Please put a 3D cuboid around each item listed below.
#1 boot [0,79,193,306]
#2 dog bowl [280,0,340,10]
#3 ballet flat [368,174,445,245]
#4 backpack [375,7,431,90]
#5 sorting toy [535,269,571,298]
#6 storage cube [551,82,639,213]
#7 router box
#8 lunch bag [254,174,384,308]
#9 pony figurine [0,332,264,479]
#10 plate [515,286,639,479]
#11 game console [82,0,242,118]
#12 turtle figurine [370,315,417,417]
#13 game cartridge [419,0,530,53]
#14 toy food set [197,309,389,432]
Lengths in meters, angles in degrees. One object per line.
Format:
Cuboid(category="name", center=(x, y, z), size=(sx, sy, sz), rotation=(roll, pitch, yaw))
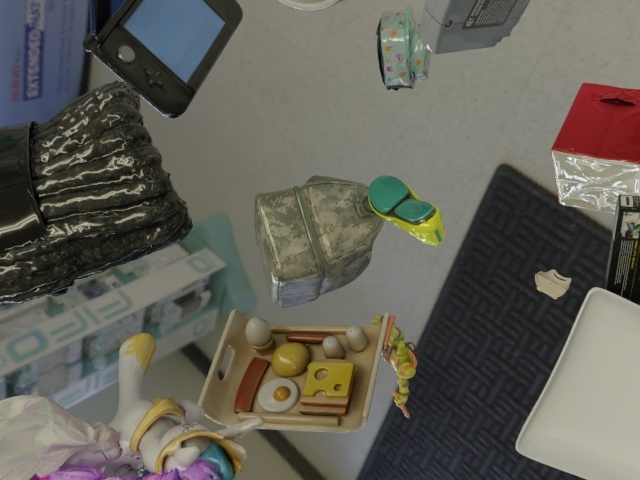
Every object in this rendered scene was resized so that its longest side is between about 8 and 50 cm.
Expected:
Cuboid(category="boot", center=(-0.259, -0.059, 0.584), size=(0.348, 0.260, 0.131), rotation=(52, 170, 38))
Cuboid(category="dog bowl", center=(-0.035, -0.668, 1.706), size=(0.349, 0.102, 0.348), rotation=(23, 140, 20))
Cuboid(category="ballet flat", center=(0.151, -0.047, 1.362), size=(0.077, 0.077, 0.231), rotation=(54, 176, -27))
Cuboid(category="backpack", center=(0.216, -0.505, 2.016), size=(0.144, 0.166, 0.188), rotation=(-3, 140, 20))
Cuboid(category="sorting toy", center=(0.587, 0.103, 1.937), size=(0.083, 0.075, 0.045), rotation=(32, 138, 29))
Cuboid(category="storage cube", center=(0.606, -0.183, 1.608), size=(0.184, 0.193, 0.215), rotation=(15, 151, 31))
Cuboid(category="router box", center=(0.525, 0.020, 1.218), size=(0.133, 0.046, 0.179), rotation=(7, 124, 16))
Cuboid(category="lunch bag", center=(0.000, 0.000, 1.648), size=(0.305, 0.256, 0.212), rotation=(101, 155, -71))
Cuboid(category="pony figurine", center=(-0.265, 0.256, 0.878), size=(0.363, 0.351, 0.303), rotation=(13, 129, 62))
Cuboid(category="plate", center=(0.467, 0.240, 1.180), size=(0.278, 0.045, 0.277), rotation=(22, 96, -6))
Cuboid(category="game console", center=(-0.212, -0.377, 1.145), size=(0.250, 0.293, 0.173), rotation=(41, 139, -24))
Cuboid(category="turtle figurine", center=(0.177, 0.256, 1.805), size=(0.217, 0.087, 0.269), rotation=(-123, 18, -66))
Cuboid(category="game cartridge", center=(0.267, -0.418, 1.168), size=(0.062, 0.198, 0.297), rotation=(59, 144, 29))
Cuboid(category="toy food set", center=(-0.042, 0.212, 1.355), size=(0.306, 0.219, 0.092), rotation=(-2, 136, 20))
